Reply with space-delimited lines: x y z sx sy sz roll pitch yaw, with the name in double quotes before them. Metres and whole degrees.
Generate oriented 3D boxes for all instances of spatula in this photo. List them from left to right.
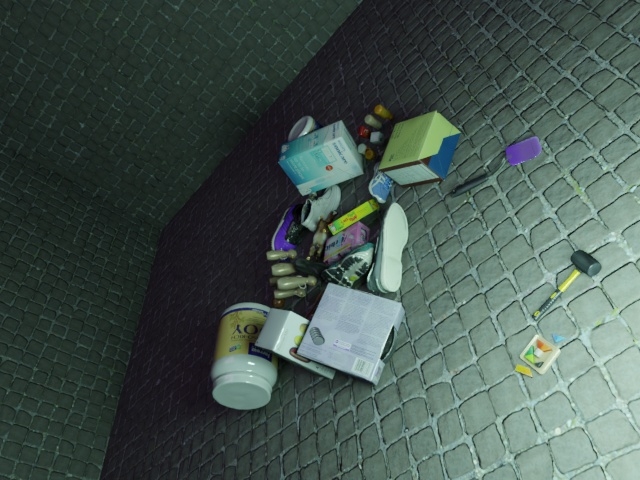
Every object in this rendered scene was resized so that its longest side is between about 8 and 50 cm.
"spatula" 0.510 -0.206 1.545 0.296 0.030 0.084 -36 37 34

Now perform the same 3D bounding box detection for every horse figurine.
"horse figurine" 0.000 0.000 2.056 0.174 0.066 0.263 -22 -52 -83

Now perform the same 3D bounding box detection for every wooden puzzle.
"wooden puzzle" 0.481 0.251 1.151 0.116 0.014 0.078 -58 28 -1

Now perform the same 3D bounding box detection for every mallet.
"mallet" 0.549 0.111 1.169 0.189 0.039 0.062 -58 30 9

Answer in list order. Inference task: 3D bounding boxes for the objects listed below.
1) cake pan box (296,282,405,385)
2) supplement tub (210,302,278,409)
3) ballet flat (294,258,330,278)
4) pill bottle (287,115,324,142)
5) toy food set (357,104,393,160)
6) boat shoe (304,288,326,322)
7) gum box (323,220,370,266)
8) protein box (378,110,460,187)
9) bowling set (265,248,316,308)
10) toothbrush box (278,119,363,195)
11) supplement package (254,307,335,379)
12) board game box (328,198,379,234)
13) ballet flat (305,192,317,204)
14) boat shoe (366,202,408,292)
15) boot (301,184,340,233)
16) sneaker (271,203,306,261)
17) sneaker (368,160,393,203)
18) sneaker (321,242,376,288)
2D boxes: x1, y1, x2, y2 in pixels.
"cake pan box" 0.096 0.272 1.554 0.267 0.070 0.245 13 69 28
"supplement tub" -0.273 0.422 1.925 0.241 0.241 0.331 -38 34 32
"ballet flat" -0.017 0.111 1.963 0.173 0.049 0.057 21 64 18
"pill bottle" -0.001 -0.418 2.313 0.153 0.265 0.153 -37 35 31
"toy food set" 0.230 -0.434 2.180 0.111 0.105 0.232 0 79 43
"boat shoe" -0.001 0.261 1.834 0.073 0.073 0.206 -1 61 59
"gum box" 0.100 0.017 1.930 0.188 0.062 0.107 -31 37 40
"protein box" 0.340 -0.308 1.802 0.201 0.136 0.199 -5 59 55
"bowling set" -0.121 0.169 2.084 0.287 0.154 0.199 -117 26 -55
"toothbrush box" 0.006 -0.340 2.191 0.296 0.216 0.126 -18 44 20
"supplement package" -0.062 0.331 1.679 0.134 0.244 0.139 -3 59 57
"board game box" 0.124 -0.089 1.943 0.181 0.043 0.092 -31 -1 25
"ballet flat" -0.036 -0.199 2.395 0.041 0.041 0.114 -14 50 52
"boat shoe" 0.210 0.022 1.701 0.099 0.116 0.319 -19 51 44
"boot" -0.001 -0.151 2.192 0.095 0.123 0.258 -22 44 47
"sneaker" -0.119 -0.048 2.298 0.146 0.102 0.293 -23 44 46
"sneaker" 0.235 -0.229 1.947 0.081 0.080 0.211 -32 39 44
"sneaker" 0.103 0.094 1.819 0.275 0.107 0.110 -36 12 49
